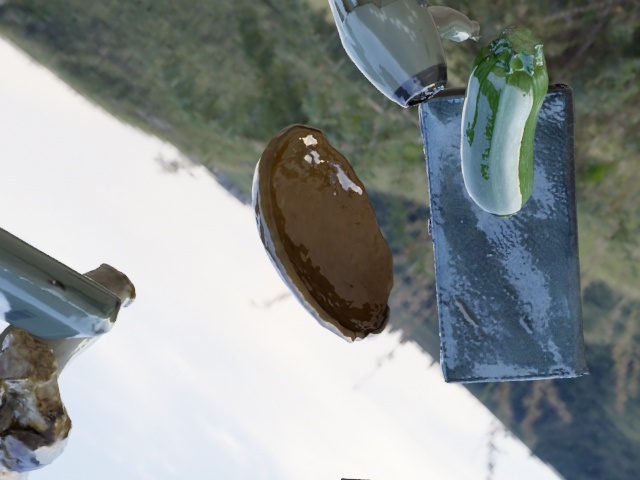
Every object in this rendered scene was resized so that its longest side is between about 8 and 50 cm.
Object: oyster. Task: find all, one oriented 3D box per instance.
[{"bbox_3d":[-0.303,0.195,1.126,0.107,0.233,0.161,46,-157,26],"label":"oyster"}]

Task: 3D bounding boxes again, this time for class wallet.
[{"bbox_3d":[0.230,-0.006,1.539,0.046,0.190,0.379,-68,-27,-74],"label":"wallet"},{"bbox_3d":[-0.384,-0.004,1.228,0.360,0.083,0.252,33,163,-20],"label":"wallet"}]

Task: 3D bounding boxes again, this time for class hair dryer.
[{"bbox_3d":[0.058,-0.244,1.142,0.219,0.088,0.225,51,-148,-8],"label":"hair dryer"}]

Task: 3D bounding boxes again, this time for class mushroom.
[{"bbox_3d":[-0.336,0.140,1.421,0.109,0.351,0.097,7,131,28],"label":"mushroom"}]

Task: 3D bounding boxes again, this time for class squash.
[{"bbox_3d":[0.169,-0.107,1.147,0.077,0.068,0.219,32,145,25],"label":"squash"}]

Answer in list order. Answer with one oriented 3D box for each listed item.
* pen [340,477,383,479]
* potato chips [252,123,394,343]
[{"bbox_3d":[0.160,0.360,1.773,0.269,0.033,0.033,1,-167,1],"label":"pen"},{"bbox_3d":[0.000,0.000,1.076,0.202,0.049,0.150,47,-130,-30],"label":"potato chips"}]
